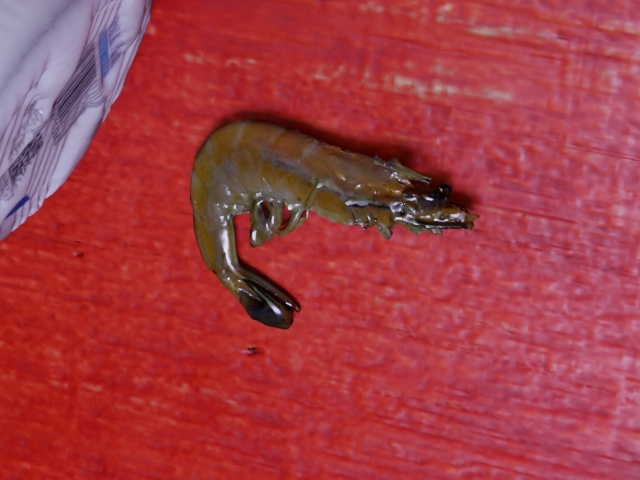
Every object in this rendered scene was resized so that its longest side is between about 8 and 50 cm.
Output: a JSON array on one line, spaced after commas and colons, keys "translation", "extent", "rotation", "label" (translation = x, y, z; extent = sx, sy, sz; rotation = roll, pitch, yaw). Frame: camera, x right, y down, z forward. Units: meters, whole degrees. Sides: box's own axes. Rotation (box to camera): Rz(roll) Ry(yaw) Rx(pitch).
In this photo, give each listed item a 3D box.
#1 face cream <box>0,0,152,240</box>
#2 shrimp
[{"translation": [-0.181, -0.095, 0.945], "extent": [0.111, 0.206, 0.206], "rotation": [35, 111, 6], "label": "face cream"}, {"translation": [0.000, 0.000, 0.995], "extent": [0.178, 0.034, 0.124], "rotation": [17, 110, 17], "label": "shrimp"}]
